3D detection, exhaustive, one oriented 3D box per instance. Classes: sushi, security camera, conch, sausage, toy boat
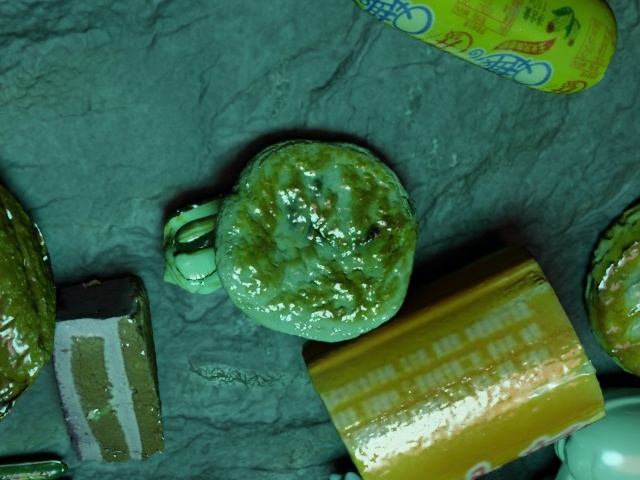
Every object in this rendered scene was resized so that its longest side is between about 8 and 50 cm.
[{"bbox_3d":[-0.356,0.045,1.042,0.140,0.149,0.287,-18,100,10],"label":"sushi"},{"bbox_3d":[0.385,0.322,1.334,0.191,0.197,0.277,10,107,-11],"label":"security camera"},{"bbox_3d":[-0.108,-0.011,1.111,0.170,0.079,0.106,-34,125,-10],"label":"conch"},{"bbox_3d":[0.162,-0.243,1.007,0.347,0.123,0.123,18,113,-21],"label":"sausage"},{"bbox_3d":[0.151,0.164,1.167,0.287,0.233,0.233,-24,120,3],"label":"sausage"},{"bbox_3d":[-0.407,0.321,1.237,0.210,0.052,0.104,-4,121,-11],"label":"toy boat"}]

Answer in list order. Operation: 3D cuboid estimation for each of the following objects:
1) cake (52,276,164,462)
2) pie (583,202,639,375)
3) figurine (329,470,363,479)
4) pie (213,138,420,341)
[{"bbox_3d":[-0.246,0.158,1.175,0.115,0.113,0.295,-1,130,-5],"label":"cake"},{"bbox_3d":[0.478,0.052,1.257,0.315,0.092,0.315,-3,116,-5],"label":"pie"},{"bbox_3d":[0.176,0.424,1.239,0.203,0.380,0.248,-54,136,-17],"label":"figurine"},{"bbox_3d":[0.000,0.000,1.089,0.240,0.054,0.241,2,85,-19],"label":"pie"}]
